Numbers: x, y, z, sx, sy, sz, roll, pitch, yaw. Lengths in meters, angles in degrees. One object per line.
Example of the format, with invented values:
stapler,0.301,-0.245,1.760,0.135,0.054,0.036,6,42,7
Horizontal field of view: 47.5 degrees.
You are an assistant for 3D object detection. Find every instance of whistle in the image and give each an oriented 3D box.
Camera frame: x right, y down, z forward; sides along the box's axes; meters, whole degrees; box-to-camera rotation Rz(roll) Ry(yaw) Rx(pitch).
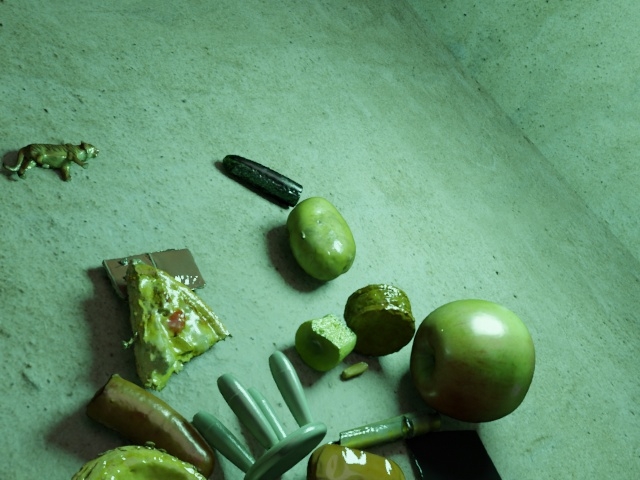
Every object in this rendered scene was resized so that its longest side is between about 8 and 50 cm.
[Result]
whistle,0.150,0.445,1.688,0.326,0.068,0.057,-3,75,-38

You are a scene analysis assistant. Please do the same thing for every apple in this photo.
apple,0.368,0.296,1.808,0.277,0.319,0.319,18,43,-18

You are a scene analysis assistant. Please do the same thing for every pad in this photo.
pad,0.354,0.596,1.693,0.248,0.007,0.367,9,38,-31

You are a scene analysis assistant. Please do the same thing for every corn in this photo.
corn,0.086,0.319,1.795,0.083,0.028,0.027,-13,66,-40

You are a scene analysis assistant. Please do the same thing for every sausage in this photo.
sausage,0.080,0.509,1.527,0.241,0.120,0.136,17,57,-24
sausage,-0.315,0.364,1.386,0.270,0.109,0.109,38,39,1

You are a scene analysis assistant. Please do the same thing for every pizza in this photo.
pizza,-0.307,0.201,1.522,0.280,0.075,0.287,37,32,-26

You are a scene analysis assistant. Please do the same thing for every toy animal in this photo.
toy animal,-0.636,-0.191,1.732,0.241,0.057,0.099,-6,49,-39

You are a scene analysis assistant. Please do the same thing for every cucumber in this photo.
cucumber,-0.166,-0.178,2.060,0.241,0.074,0.074,28,40,-10

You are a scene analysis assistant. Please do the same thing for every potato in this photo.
potato,-0.002,-0.001,1.947,0.228,0.148,0.197,51,27,14

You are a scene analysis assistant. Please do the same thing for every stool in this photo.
stool,-0.115,0.362,1.464,0.195,0.195,0.198,-15,61,-45

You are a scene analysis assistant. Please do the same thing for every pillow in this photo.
pillow,-0.377,0.077,1.666,0.232,0.043,0.126,-9,58,-44

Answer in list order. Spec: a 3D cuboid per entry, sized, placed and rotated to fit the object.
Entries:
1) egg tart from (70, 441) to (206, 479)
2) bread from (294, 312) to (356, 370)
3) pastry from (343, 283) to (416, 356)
egg tart,-0.307,0.507,1.234,0.315,0.120,0.315,20,44,-21
bread,0.010,0.245,1.744,0.129,0.111,0.114,47,35,15
pastry,0.147,0.202,1.833,0.189,0.189,0.103,21,37,-20
